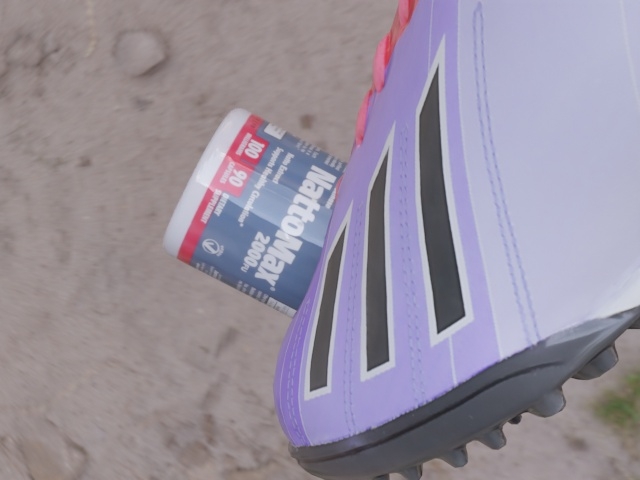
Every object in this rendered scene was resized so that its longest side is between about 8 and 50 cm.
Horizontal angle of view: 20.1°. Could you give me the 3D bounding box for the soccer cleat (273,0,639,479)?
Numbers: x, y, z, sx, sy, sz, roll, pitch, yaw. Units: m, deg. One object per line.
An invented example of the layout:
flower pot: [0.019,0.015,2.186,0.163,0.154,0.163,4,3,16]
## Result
soccer cleat: [0.061,-0.047,0.409,0.116,0.318,0.108,43,49,-1]

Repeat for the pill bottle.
pill bottle: [0.000,0.000,1.164,0.180,0.108,0.108,27,83,0]
